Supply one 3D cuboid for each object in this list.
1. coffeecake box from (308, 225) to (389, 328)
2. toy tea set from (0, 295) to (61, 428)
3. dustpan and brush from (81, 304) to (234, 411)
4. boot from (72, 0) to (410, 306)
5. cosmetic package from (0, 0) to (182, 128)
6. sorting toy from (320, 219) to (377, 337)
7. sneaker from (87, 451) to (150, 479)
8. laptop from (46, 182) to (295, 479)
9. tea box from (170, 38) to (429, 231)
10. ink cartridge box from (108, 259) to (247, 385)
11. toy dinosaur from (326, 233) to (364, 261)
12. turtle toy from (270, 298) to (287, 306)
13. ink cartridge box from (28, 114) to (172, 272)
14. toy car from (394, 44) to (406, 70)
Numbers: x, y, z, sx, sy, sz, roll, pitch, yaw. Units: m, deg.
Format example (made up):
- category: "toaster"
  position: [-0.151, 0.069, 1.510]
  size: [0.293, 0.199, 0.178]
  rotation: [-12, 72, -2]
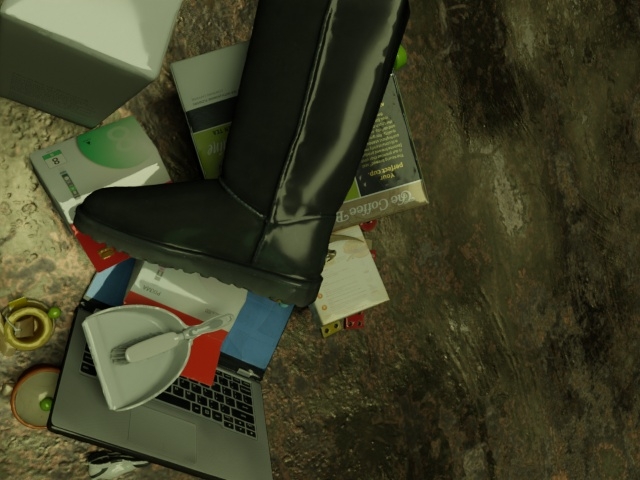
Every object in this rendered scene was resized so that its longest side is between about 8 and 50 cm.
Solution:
- category: "coffeecake box"
  position: [0.030, 0.059, 1.161]
  size: [0.142, 0.068, 0.185]
  rotation: [-19, 80, -16]
- category: "toy tea set"
  position: [-0.527, 0.232, 0.881]
  size: [0.336, 0.124, 0.200]
  rotation: [-26, 105, -26]
- category: "dustpan and brush"
  position: [-0.229, 0.151, 0.896]
  size: [0.211, 0.060, 0.147]
  rotation: [-18, 89, -41]
- category: "boot"
  position: [-0.109, -0.174, 0.820]
  size: [0.367, 0.146, 0.445]
  rotation: [17, 100, -3]
- category: "cosmetic package"
  position: [-0.312, -0.303, 0.784]
  size: [0.161, 0.453, 0.230]
  rotation: [18, 83, -29]
- category: "sorting toy"
  position: [0.055, 0.070, 1.246]
  size: [0.132, 0.046, 0.275]
  rotation: [4, 91, -29]
- category: "sneaker"
  position: [-0.354, 0.394, 1.043]
  size: [0.109, 0.040, 0.044]
  rotation: [4, 107, -26]
- category: "laptop"
  position: [-0.193, 0.152, 1.011]
  size: [0.382, 0.408, 0.236]
  rotation: [30, 112, -27]
- category: "tea box"
  position: [-0.027, -0.172, 1.003]
  size: [0.329, 0.220, 0.324]
  rotation: [-15, 95, 3]
- category: "ink cartridge box"
  position: [-0.217, 0.094, 0.970]
  size: [0.189, 0.066, 0.232]
  rotation: [28, 47, -28]
- category: "toy dinosaur"
  position: [0.000, 0.000, 1.091]
  size: [0.183, 0.092, 0.053]
  rotation: [-6, 108, -9]
- category: "turtle toy"
  position: [-0.080, 0.073, 1.088]
  size: [0.130, 0.095, 0.066]
  rotation: [42, 67, 8]
- category: "ink cartridge box"
  position: [-0.329, -0.082, 0.949]
  size: [0.181, 0.056, 0.225]
  rotation: [-29, 66, -25]
- category: "toy car"
  position: [0.047, -0.367, 1.195]
  size: [0.155, 0.149, 0.188]
  rotation: [-38, 81, -26]
